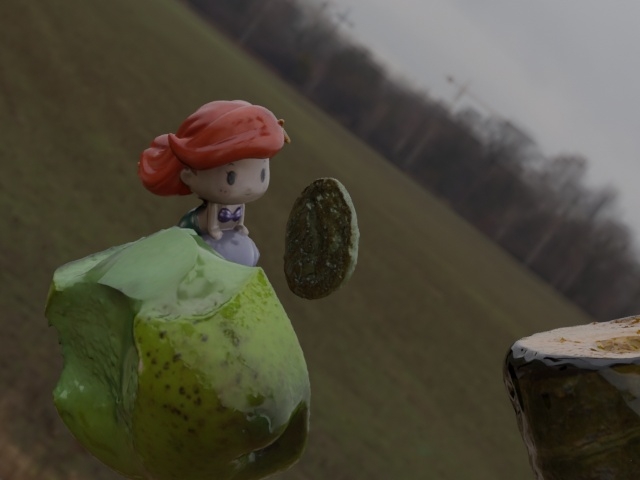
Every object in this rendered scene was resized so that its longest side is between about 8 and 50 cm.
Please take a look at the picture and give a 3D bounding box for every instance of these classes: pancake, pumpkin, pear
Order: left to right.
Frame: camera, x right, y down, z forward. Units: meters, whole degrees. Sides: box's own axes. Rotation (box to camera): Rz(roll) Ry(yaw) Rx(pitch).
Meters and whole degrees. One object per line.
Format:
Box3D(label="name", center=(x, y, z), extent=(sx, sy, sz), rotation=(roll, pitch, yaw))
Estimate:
Box3D(label="pear", center=(-0.135, 0.146, 1.767), extent=(0.176, 0.286, 0.282), rotation=(-19, 28, -30))
Box3D(label="pancake", center=(0.000, -0.001, 1.500), extent=(0.017, 0.108, 0.108), rotation=(11, 19, -37))
Box3D(label="pumpkin", center=(0.307, 0.159, 1.360), extent=(0.325, 0.232, 0.242), rotation=(-5, 10, 9))

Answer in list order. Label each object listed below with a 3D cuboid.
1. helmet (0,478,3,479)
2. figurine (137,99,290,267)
Box3D(label="helmet", center=(-0.252, 0.192, 1.298), extent=(0.084, 0.049, 0.065), rotation=(16, -46, 54))
Box3D(label="figurine", center=(-0.137, -0.053, 2.230), extent=(0.181, 0.257, 0.208), rotation=(4, 13, -7))
